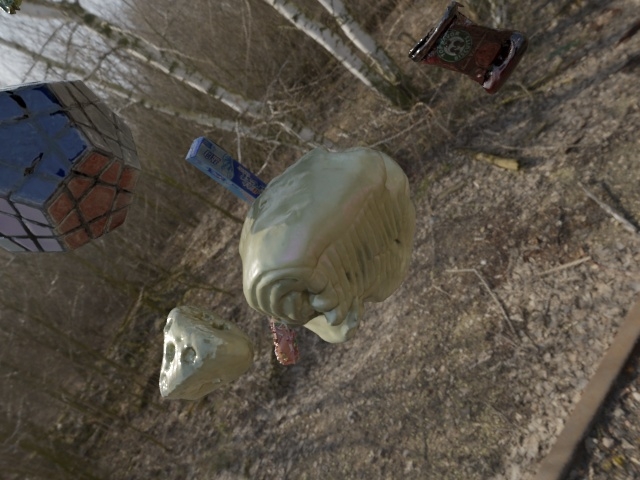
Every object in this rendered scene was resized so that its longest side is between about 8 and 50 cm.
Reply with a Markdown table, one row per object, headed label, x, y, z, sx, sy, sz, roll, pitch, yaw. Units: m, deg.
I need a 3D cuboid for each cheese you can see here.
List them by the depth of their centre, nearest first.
| label | x | y | z | sx | sy | sz | roll | pitch | yaw |
| --- | --- | --- | --- | --- | --- | --- | --- | --- | --- |
| cheese | -0.300 | 0.274 | 1.162 | 0.248 | 0.174 | 0.251 | -21 | 64 | 28 |

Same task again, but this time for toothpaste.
| label | x | y | z | sx | sy | sz | roll | pitch | yaw |
| --- | --- | --- | --- | --- | --- | --- | --- | --- | --- |
| toothpaste | -0.234 | -0.174 | 1.196 | 0.053 | 0.272 | 0.066 | -5 | 60 | 40 |

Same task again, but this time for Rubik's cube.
| label | x | y | z | sx | sy | sz | roll | pitch | yaw |
| --- | --- | --- | --- | --- | --- | --- | --- | --- | --- |
| Rubik's cube | -0.478 | -0.130 | 0.766 | 0.319 | 0.319 | 0.264 | -57 | 13 | -14 |

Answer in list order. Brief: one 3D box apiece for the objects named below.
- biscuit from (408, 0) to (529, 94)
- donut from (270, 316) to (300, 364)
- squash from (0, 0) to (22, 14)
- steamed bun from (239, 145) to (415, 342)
| label | x | y | z | sx | sy | sz | roll | pitch | yaw |
| --- | --- | --- | --- | --- | --- | --- | --- | --- | --- |
| biscuit | 0.334 | -0.429 | 0.989 | 0.151 | 0.236 | 0.063 | 121 | 156 | -49 |
| donut | -0.098 | 0.287 | 1.238 | 0.065 | 0.166 | 0.117 | -14 | 23 | -12 |
| squash | -0.678 | -0.565 | 0.962 | 0.094 | 0.094 | 0.224 | -39 | 58 | 35 |
| steamed bun | 0.000 | 0.000 | 0.788 | 0.247 | 0.339 | 0.352 | 19 | 63 | 34 |
